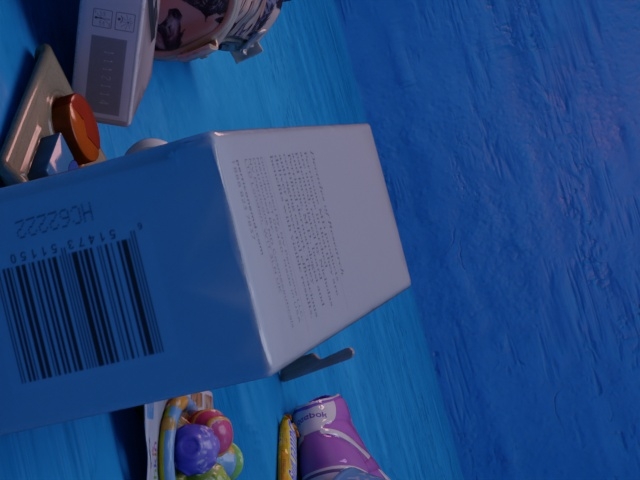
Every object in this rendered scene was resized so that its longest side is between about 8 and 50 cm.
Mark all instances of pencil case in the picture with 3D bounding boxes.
[{"bbox_3d":[-0.138,-0.296,1.794,0.183,0.160,0.410,58,11,-5],"label":"pencil case"}]

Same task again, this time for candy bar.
[{"bbox_3d":[-0.039,0.269,1.830,0.161,0.018,0.040,-89,160,-59],"label":"candy bar"}]

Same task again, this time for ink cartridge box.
[{"bbox_3d":[-0.178,-0.295,1.455,0.261,0.066,0.296,-86,-174,-63],"label":"ink cartridge box"}]

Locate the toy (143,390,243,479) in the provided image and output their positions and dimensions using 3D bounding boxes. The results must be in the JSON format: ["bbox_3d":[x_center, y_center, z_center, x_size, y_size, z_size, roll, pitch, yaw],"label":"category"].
[{"bbox_3d":[-0.107,0.197,1.384,0.237,0.056,0.137,54,34,-78],"label":"toy"}]

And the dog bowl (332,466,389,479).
[{"bbox_3d":[0.078,0.417,1.863,0.166,0.074,0.297,-50,133,-49],"label":"dog bowl"}]

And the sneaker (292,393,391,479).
[{"bbox_3d":[0.040,0.289,2.016,0.282,0.102,0.161,57,16,-60],"label":"sneaker"}]

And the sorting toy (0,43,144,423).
[{"bbox_3d":[-0.189,0.001,1.340,0.229,0.041,0.307,-93,163,-55],"label":"sorting toy"}]

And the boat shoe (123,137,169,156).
[{"bbox_3d":[-0.152,-0.027,1.535,0.081,0.079,0.227,-107,180,-46],"label":"boat shoe"}]

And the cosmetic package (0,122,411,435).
[{"bbox_3d":[-0.095,0.013,1.162,0.453,0.230,0.162,-19,95,-76],"label":"cosmetic package"}]

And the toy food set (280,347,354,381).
[{"bbox_3d":[-0.037,0.066,1.920,0.071,0.128,0.218,-4,82,-59],"label":"toy food set"}]
